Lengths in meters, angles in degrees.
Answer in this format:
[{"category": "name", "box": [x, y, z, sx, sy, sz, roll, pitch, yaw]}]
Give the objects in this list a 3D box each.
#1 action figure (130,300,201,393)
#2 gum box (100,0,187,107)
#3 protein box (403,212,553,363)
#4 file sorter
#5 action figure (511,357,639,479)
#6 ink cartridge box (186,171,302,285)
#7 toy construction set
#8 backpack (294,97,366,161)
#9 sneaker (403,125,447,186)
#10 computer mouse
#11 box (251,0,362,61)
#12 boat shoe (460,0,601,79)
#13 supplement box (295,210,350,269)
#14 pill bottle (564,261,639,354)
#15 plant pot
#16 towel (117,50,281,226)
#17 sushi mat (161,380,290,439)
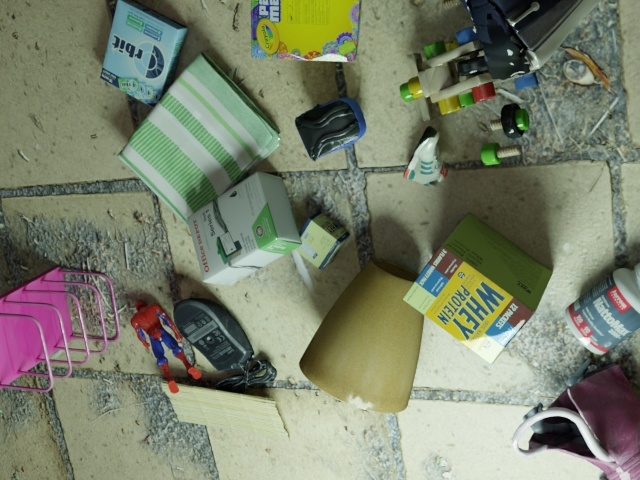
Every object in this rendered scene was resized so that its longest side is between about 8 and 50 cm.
[{"category": "action figure", "box": [-0.364, 0.253, 1.905, 0.280, 0.091, 0.139, 50, 166, 38]}, {"category": "gum box", "box": [-0.379, -0.398, 1.725, 0.157, 0.041, 0.184, 29, 119, 12]}, {"category": "protein box", "box": [0.294, 0.083, 1.496, 0.199, 0.201, 0.136, 36, 119, 9]}, {"category": "file sorter", "box": [-0.633, 0.209, 1.923, 0.182, 0.290, 0.202, 2, 109, 21]}, {"category": "action figure", "box": [0.569, 0.396, 1.458, 0.370, 0.275, 0.248, 49, 115, 18]}, {"category": "ink cartridge box", "box": [-0.164, -0.020, 1.703, 0.219, 0.092, 0.160, -30, 67, 30]}, {"category": "toy construction set", "box": [0.204, -0.309, 1.363, 0.237, 0.257, 0.309, -7, 125, 35]}, {"category": "backpack", "box": [0.027, -0.225, 1.566, 0.120, 0.101, 0.098, -23, 100, 26]}, {"category": "sneaker", "box": [0.209, -0.151, 1.507, 0.075, 0.057, 0.161, 27, 153, 3]}, {"category": "computer mouse", "box": [-0.231, 0.233, 1.877, 0.188, 0.072, 0.272, -29, 106, 31]}, {"category": "box", "box": [-0.019, -0.482, 1.345, 0.176, 0.279, 0.290, 2, 121, 0]}, {"category": "boat shoe", "box": [0.336, -0.404, 1.217, 0.127, 0.340, 0.158, 2, 136, 49]}, {"category": "supplement box", "box": [0.000, 0.000, 1.686, 0.083, 0.056, 0.083, 38, 120, 8]}, {"category": "pill bottle", "box": [0.539, 0.113, 1.449, 0.108, 0.108, 0.180, 46, 120, 3]}, {"category": "plant pot", "box": [0.110, 0.175, 1.619, 0.237, 0.237, 0.254, 24, 103, 15]}, {"category": "towel", "box": [-0.263, -0.202, 1.726, 0.248, 0.038, 0.325, 45, 121, -6]}, {"category": "sushi mat", "box": [-0.229, 0.406, 1.933, 0.316, 0.019, 0.151, 4, 135, 24]}]
